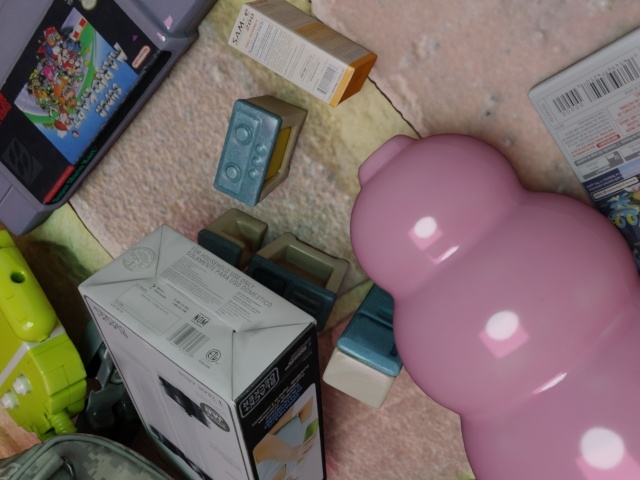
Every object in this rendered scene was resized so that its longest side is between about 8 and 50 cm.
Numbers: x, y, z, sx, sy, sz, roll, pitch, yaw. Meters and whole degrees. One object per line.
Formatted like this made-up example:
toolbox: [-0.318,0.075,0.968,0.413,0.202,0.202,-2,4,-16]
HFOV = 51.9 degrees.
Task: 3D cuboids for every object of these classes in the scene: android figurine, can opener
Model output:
android figurine: [-0.339,0.101,0.713,0.248,0.056,0.272,-35,83,46]
can opener: [-0.251,0.185,0.764,0.095,0.076,0.283,52,127,32]

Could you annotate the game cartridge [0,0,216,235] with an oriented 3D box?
game cartridge: [-0.264,-0.183,0.601,0.230,0.068,0.355,49,121,0]

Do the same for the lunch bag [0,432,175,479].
lunch bag: [-0.261,0.315,0.642,0.305,0.212,0.256,-25,103,41]

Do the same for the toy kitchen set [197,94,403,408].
toy kitchen set: [0.000,0.000,0.538,0.207,0.122,0.166,26,119,9]

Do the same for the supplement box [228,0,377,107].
supplement box: [-0.013,-0.148,0.513,0.098,0.062,0.036,33,122,6]

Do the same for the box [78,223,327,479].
box: [-0.087,0.142,0.577,0.169,0.087,0.289,28,143,28]

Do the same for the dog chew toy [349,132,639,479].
dog chew toy: [0.150,0.060,0.471,0.207,0.207,0.331,-42,85,31]

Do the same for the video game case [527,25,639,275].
video game case: [0.272,-0.072,0.436,0.201,0.023,0.183,-28,101,41]
